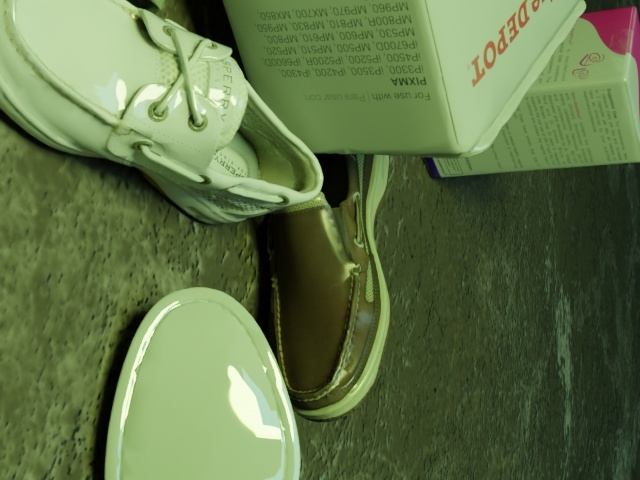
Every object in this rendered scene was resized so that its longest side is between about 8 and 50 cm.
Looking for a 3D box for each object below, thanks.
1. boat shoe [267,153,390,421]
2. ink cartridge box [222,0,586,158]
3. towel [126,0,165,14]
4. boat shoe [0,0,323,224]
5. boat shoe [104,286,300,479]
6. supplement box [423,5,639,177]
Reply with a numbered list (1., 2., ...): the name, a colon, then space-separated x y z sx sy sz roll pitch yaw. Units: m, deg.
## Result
1. boat shoe: -0.007 0.002 0.751 0.095 0.095 0.257 49 34 -46
2. ink cartridge box: 0.042 -0.282 0.679 0.279 0.160 0.384 -49 132 -43
3. towel: -0.153 -0.333 0.563 0.312 0.056 0.324 49 44 -53
4. boat shoe: -0.085 -0.086 0.598 0.277 0.096 0.098 30 62 -57
5. boat shoe: -0.070 0.190 0.634 0.099 0.116 0.319 157 -75 -74
6. supplement box: 0.208 -0.145 1.024 0.114 0.220 0.111 60 39 -40
